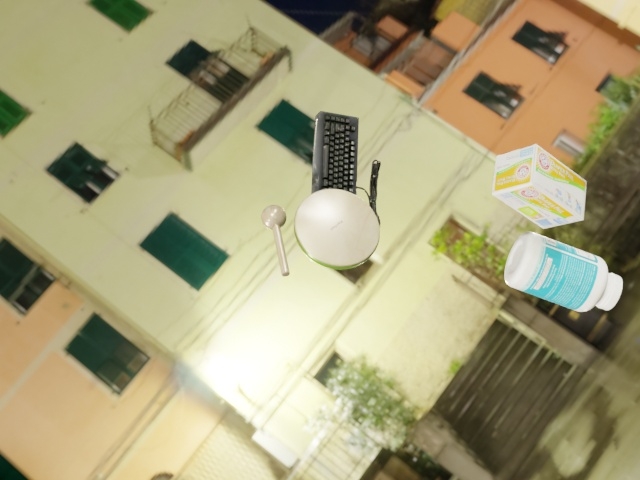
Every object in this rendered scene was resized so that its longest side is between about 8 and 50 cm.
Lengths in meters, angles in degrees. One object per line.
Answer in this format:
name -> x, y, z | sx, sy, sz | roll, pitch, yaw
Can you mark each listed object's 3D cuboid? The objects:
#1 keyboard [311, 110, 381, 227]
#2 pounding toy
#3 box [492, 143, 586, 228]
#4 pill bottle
keyboard -> 0.066, -0.125, 1.889 | 0.201, 0.033, 0.317 | 5, -94, -36
pounding toy -> 0.000, 0.000, 1.753 | 0.236, 0.183, 0.110 | -10, -25, -18
box -> 0.500, -0.120, 1.894 | 0.114, 0.203, 0.103 | -16, 55, 48
pill bottle -> 0.599, 0.086, 2.046 | 0.146, 0.264, 0.146 | -160, 90, -87
